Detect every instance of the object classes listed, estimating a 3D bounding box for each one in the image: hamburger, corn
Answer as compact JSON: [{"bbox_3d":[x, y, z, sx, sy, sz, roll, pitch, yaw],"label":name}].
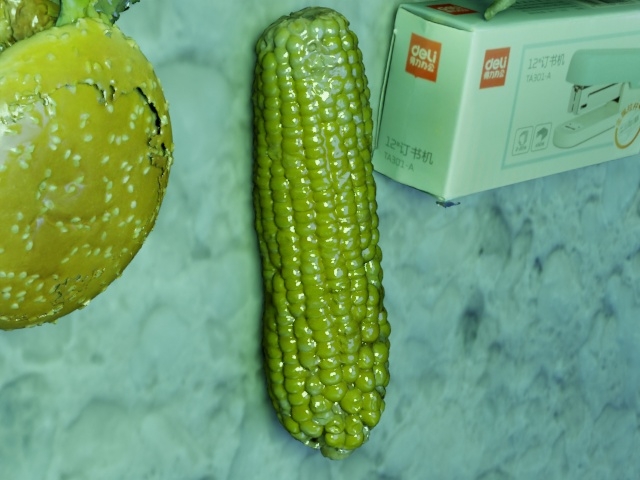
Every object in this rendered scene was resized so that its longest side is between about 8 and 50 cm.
[{"bbox_3d":[-0.171,-0.037,0.806,0.191,0.118,0.181,-30,130,-29],"label":"hamburger"},{"bbox_3d":[0.000,0.000,1.031,0.097,0.097,0.319,-22,117,-41],"label":"corn"}]

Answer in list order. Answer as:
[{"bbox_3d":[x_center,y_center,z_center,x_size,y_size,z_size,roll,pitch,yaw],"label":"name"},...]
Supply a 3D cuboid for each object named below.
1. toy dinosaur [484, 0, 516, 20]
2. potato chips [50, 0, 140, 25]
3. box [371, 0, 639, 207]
[{"bbox_3d":[0.124,-0.244,1.067,0.294,0.077,0.162,-20,84,-50],"label":"toy dinosaur"},{"bbox_3d":[-0.159,-0.208,0.839,0.202,0.029,0.219,2,104,-48],"label":"potato chips"},{"bbox_3d":[0.158,-0.118,1.164,0.269,0.079,0.135,-13,119,-44],"label":"box"}]
